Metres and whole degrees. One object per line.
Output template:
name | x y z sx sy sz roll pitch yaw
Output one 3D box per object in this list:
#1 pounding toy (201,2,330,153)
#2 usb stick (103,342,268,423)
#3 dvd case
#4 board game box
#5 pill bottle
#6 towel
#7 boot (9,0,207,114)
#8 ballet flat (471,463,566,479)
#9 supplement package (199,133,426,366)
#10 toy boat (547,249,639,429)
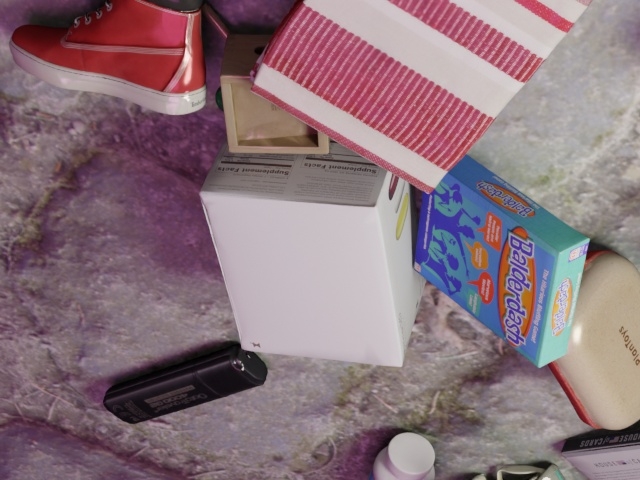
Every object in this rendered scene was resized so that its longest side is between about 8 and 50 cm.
pounding toy | -0.060 -0.174 1.576 0.141 0.100 0.130 1 137 5
usb stick | -0.192 0.203 2.047 0.278 0.045 0.077 -21 131 36
dvd case | 0.455 0.326 1.911 0.239 0.029 0.179 41 147 -21
board game box | 0.192 0.016 1.594 0.210 0.047 0.160 38 139 38
pill bottle | 0.110 0.338 2.040 0.087 0.087 0.160 18 139 3
towel | 0.106 -0.217 1.437 0.237 0.037 0.329 30 123 -13
boot | -0.230 -0.248 1.574 0.244 0.088 0.176 15 121 22
ballet flat | 0.246 0.349 2.028 0.213 0.072 0.068 -19 98 35
supplement package | 0.000 0.000 1.684 0.204 0.145 0.262 5 137 17
toy boat | 0.309 0.113 1.713 0.151 0.151 0.231 18 149 51
